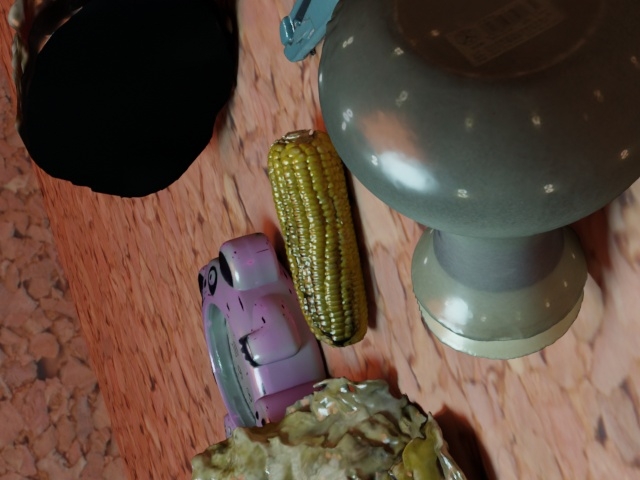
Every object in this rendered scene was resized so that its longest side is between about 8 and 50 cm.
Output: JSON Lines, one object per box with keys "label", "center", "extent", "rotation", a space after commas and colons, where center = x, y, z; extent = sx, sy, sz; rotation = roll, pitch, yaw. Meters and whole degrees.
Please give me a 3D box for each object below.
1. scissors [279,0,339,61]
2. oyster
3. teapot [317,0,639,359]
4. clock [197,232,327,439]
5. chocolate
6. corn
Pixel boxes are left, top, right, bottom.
{"label": "scissors", "center": [0.019, -0.220, 0.989], "extent": [0.393, 0.032, 0.180], "rotation": [140, 113, -70]}
{"label": "oyster", "center": [0.022, 0.241, 1.174], "extent": [0.351, 0.115, 0.237], "rotation": [12, 109, 38]}
{"label": "teapot", "center": [0.099, -0.042, 0.722], "extent": [0.251, 0.183, 0.183], "rotation": [78, 166, -53]}
{"label": "clock", "center": [-0.065, 0.127, 1.441], "extent": [0.227, 0.090, 0.247], "rotation": [140, 114, -70]}
{"label": "chocolate", "center": [-0.224, -0.224, 1.408], "extent": [0.340, 0.225, 0.210], "rotation": [106, 151, -53]}
{"label": "corn", "center": [0.000, 0.000, 1.175], "extent": [0.072, 0.072, 0.203], "rotation": [-157, 53, -67]}
